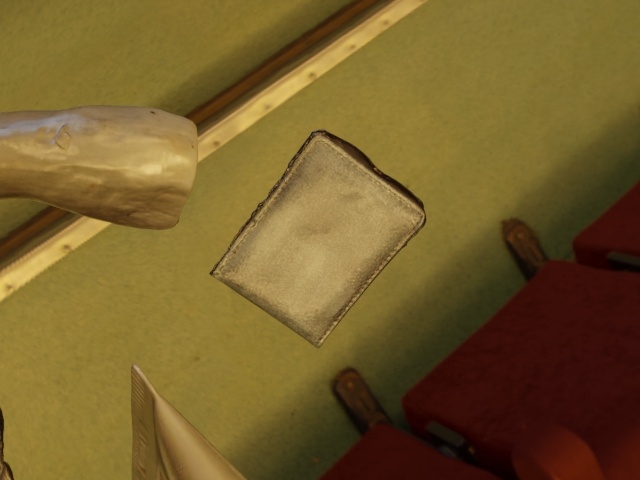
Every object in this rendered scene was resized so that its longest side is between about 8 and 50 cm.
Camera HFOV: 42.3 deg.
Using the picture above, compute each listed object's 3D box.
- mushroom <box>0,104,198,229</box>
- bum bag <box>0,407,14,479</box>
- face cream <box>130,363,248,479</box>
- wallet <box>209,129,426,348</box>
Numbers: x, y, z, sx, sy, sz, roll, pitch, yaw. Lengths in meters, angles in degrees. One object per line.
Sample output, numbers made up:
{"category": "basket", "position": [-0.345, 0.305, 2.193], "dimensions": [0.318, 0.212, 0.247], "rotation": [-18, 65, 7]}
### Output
{"category": "mushroom", "position": [-0.200, -0.053, 0.588], "dimensions": [0.223, 0.092, 0.081], "rotation": [-2, 63, -9]}
{"category": "bum bag", "position": [-0.357, 0.112, 0.738], "dimensions": [0.142, 0.080, 0.326], "rotation": [-24, 75, 15]}
{"category": "face cream", "position": [0.009, 0.208, 0.370], "dimensions": [0.084, 0.341, 0.137], "rotation": [-27, 146, -33]}
{"category": "wallet", "position": [0.000, -0.001, 0.953], "dimensions": [0.167, 0.036, 0.222], "rotation": [34, 104, -12]}
